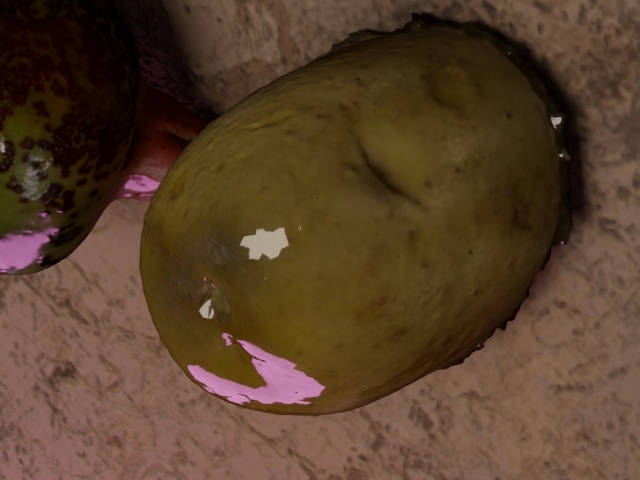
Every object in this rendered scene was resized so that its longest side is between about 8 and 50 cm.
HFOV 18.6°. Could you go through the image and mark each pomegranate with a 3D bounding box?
[{"bbox_3d":[-0.171,-0.075,1.299,0.248,0.214,0.214,14,128,-10],"label":"pomegranate"}]

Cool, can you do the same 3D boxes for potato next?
[{"bbox_3d":[0.000,0.000,1.187,0.285,0.242,0.242,-28,96,44],"label":"potato"}]
